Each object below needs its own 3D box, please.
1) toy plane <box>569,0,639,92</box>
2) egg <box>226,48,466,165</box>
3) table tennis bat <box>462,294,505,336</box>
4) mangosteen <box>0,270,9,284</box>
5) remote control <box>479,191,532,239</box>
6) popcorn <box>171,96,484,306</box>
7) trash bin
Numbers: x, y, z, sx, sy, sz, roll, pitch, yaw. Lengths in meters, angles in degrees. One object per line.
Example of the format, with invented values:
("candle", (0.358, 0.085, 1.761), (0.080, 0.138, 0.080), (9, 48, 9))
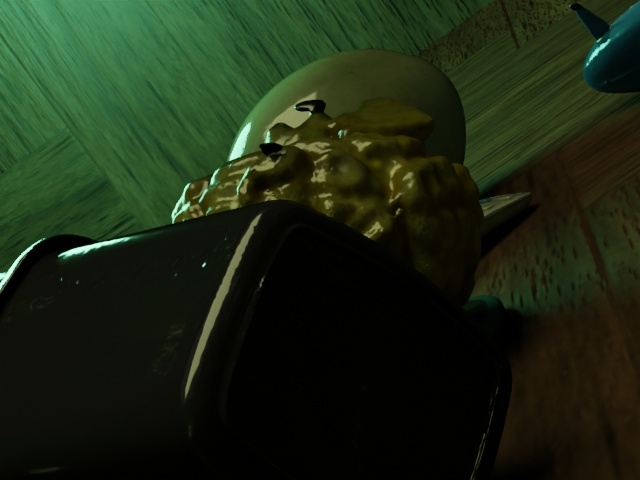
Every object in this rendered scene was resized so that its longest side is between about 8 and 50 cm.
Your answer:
("toy plane", (0.308, -0.192, 1.398), (0.271, 0.105, 0.254), (-23, 29, 41))
("egg", (0.023, -0.066, 1.525), (0.253, 0.186, 0.186), (-39, 9, -22))
("table tennis bat", (0.031, 0.102, 1.115), (0.153, 0.040, 0.244), (-25, 10, 43))
("mangosteen", (-0.225, 0.144, 1.287), (0.243, 0.243, 0.243), (-35, 8, 6))
("remote control", (0.071, 0.025, 1.343), (0.229, 0.044, 0.073), (-31, 9, -26))
("popcorn", (0.002, 0.001, 1.114), (0.218, 0.169, 0.189), (-14, 13, 40))
("trash bin", (-0.063, 0.093, 0.895), (0.290, 0.209, 0.182), (-16, 44, 51))
